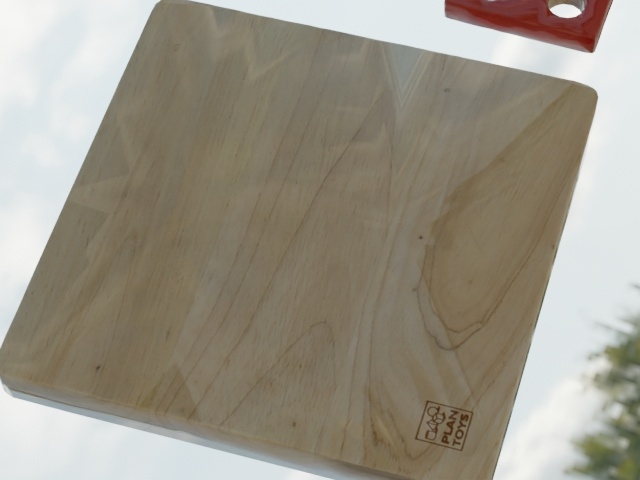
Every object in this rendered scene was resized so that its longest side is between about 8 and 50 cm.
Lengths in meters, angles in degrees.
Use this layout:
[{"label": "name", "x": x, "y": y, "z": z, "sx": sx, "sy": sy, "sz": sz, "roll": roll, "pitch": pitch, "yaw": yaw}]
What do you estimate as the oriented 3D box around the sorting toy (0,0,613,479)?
[{"label": "sorting toy", "x": 0.000, "y": 0.000, "z": 0.551, "sx": 0.046, "sy": 0.132, "sz": 0.274, "roll": 86, "pitch": -160, "yaw": -57}]
